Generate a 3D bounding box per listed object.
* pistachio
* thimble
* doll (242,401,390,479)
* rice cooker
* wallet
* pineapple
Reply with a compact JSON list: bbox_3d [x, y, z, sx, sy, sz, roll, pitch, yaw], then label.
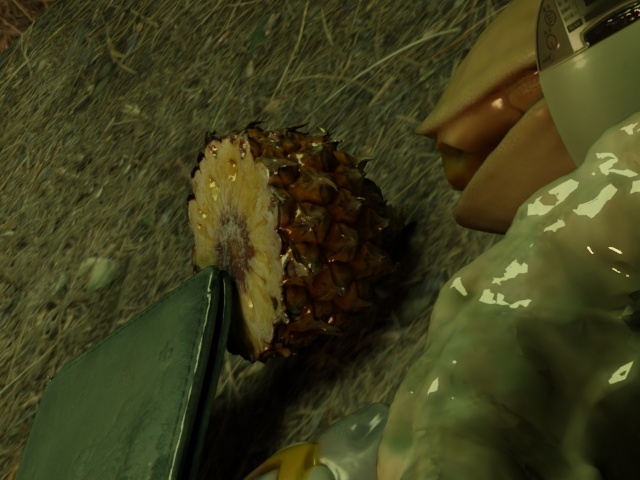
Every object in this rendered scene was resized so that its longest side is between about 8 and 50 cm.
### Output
[{"bbox_3d":[0.148,-0.080,1.127,0.215,0.144,0.144,-34,25,48],"label":"pistachio"},{"bbox_3d":[0.174,0.081,0.710,0.291,0.195,0.291,-35,26,20],"label":"thimble"},{"bbox_3d":[0.021,0.147,1.027,0.316,0.103,0.145,-39,44,-4],"label":"doll"},{"bbox_3d":[0.195,-0.071,0.931,0.145,0.206,0.127,-28,13,43],"label":"rice cooker"},{"bbox_3d":[-0.148,0.180,1.301,0.251,0.054,0.290,-30,38,47],"label":"wallet"},{"bbox_3d":[0.000,-0.004,1.320,0.176,0.137,0.161,166,96,-65],"label":"pineapple"}]
